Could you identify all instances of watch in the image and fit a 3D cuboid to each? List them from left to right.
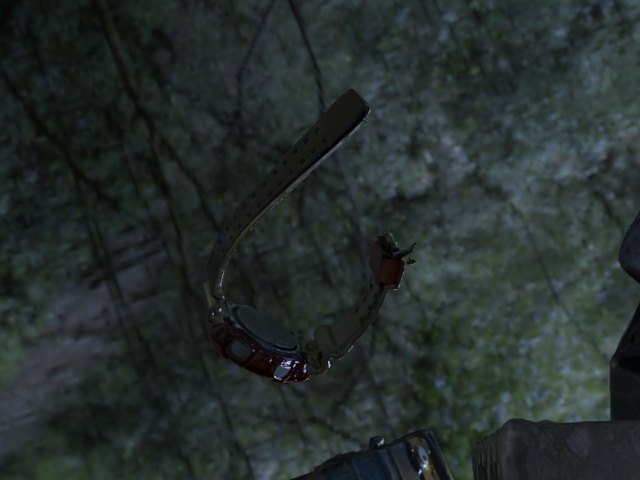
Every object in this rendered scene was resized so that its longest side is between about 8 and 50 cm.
[{"bbox_3d":[0.000,0.008,1.300,0.268,0.165,0.102,-48,-156,10],"label":"watch"}]

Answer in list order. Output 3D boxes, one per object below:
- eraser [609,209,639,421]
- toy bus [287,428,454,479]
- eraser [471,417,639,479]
[{"bbox_3d":[0.210,0.094,0.714,0.098,0.096,0.404,-56,155,-21],"label":"eraser"},{"bbox_3d":[-0.033,0.308,1.349,0.323,0.162,0.194,-24,170,25],"label":"toy bus"},{"bbox_3d":[0.113,0.250,0.581,0.078,0.344,0.144,-3,169,0],"label":"eraser"}]
